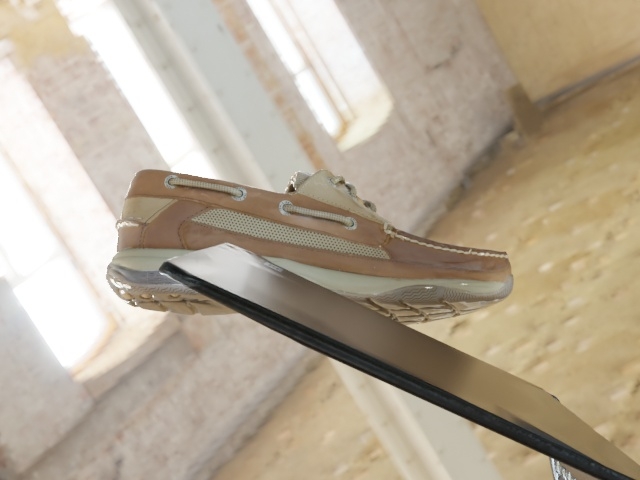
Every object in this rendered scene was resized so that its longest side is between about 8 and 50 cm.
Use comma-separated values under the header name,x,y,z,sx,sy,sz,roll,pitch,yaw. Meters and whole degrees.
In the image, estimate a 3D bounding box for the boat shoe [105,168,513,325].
name,x,y,z,sx,sy,sz,roll,pitch,yaw
boat shoe,0.000,0.000,1.002,0.324,0.116,0.123,6,165,-18

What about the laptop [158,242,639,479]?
name,x,y,z,sx,sy,sz,roll,pitch,yaw
laptop,0.048,0.119,0.457,0.137,0.264,0.234,-11,-179,1
